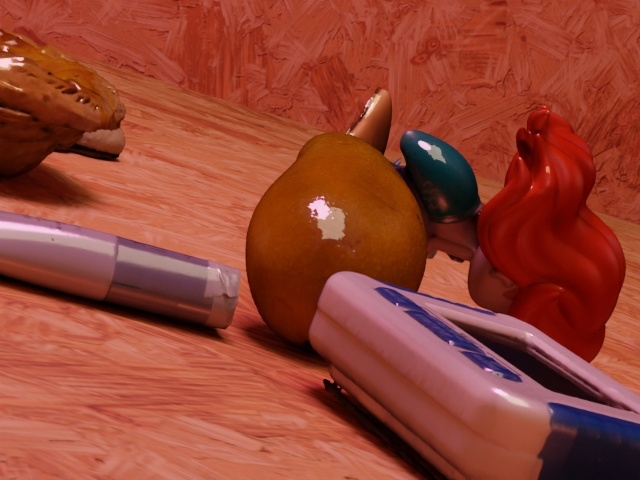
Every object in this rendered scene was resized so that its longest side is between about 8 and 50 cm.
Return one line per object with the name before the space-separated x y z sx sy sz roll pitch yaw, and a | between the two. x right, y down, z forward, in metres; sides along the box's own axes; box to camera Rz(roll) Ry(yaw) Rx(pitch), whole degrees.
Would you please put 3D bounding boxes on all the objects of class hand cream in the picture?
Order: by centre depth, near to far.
hand cream | -0.180 0.011 1.232 0.255 0.048 0.079 13 3 -16

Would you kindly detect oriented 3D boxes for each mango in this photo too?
mango | 0.015 -0.005 1.352 0.136 0.099 0.227 26 35 -9

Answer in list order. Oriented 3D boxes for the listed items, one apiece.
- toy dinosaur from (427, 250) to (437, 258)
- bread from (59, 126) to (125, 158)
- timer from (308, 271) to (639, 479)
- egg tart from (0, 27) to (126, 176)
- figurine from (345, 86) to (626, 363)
toy dinosaur | 0.048 0.011 1.688 0.129 0.076 0.383 11 4 0
bread | -0.360 -0.154 2.004 0.286 0.056 0.207 18 5 10
timer | 0.111 0.102 1.126 0.178 0.078 0.253 17 8 -28
egg tart | -0.339 -0.141 1.655 0.341 0.129 0.341 19 6 -2
figurine | 0.136 -0.018 1.503 0.257 0.208 0.181 22 -4 8
